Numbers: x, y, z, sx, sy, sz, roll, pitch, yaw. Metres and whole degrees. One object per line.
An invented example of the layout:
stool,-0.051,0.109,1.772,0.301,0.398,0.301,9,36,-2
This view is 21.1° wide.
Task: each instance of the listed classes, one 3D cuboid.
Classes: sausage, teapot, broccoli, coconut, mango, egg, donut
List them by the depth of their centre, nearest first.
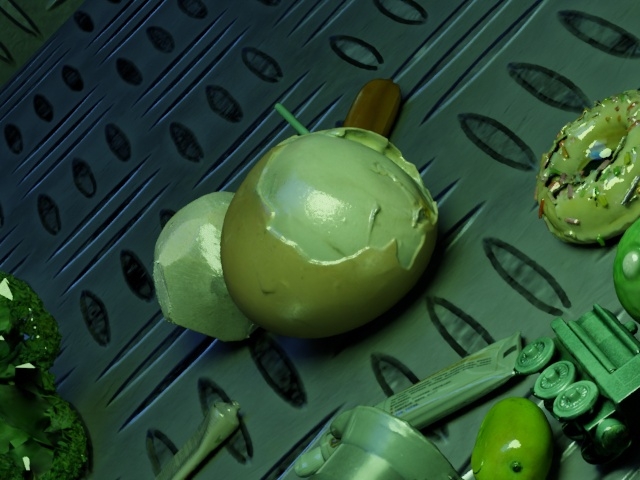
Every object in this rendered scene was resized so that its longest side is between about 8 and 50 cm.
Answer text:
teapot,0.020,0.263,1.376,0.203,0.171,0.225,29,66,33
mango,0.156,0.166,1.403,0.073,0.056,0.108,-53,19,17
donut,0.267,-0.072,1.586,0.175,0.068,0.174,-36,27,21
egg,0.000,0.000,1.754,0.244,0.201,0.201,-44,20,38
coconut,-0.111,0.034,1.934,0.161,0.161,0.162,-41,15,11
broccoli,-0.461,0.213,2.001,0.321,0.310,0.413,-2,55,36
sausage,0.053,-0.129,2.044,0.062,0.054,0.183,-44,19,56

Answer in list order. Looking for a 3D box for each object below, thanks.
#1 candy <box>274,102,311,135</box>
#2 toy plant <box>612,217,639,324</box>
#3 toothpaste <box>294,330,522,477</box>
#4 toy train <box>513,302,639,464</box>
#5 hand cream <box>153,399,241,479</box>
candy,0.008,-0.101,1.980,0.084,0.078,0.287,-41,37,2
toy plant,0.318,0.047,1.180,0.235,0.218,0.175,-35,-2,-6
toothpaste,0.079,0.156,1.572,0.255,0.037,0.067,-32,22,23
toy train,0.226,0.110,1.374,0.111,0.071,0.170,-35,23,2
hand cream,-0.141,0.233,1.832,0.165,0.037,0.057,-50,23,10
